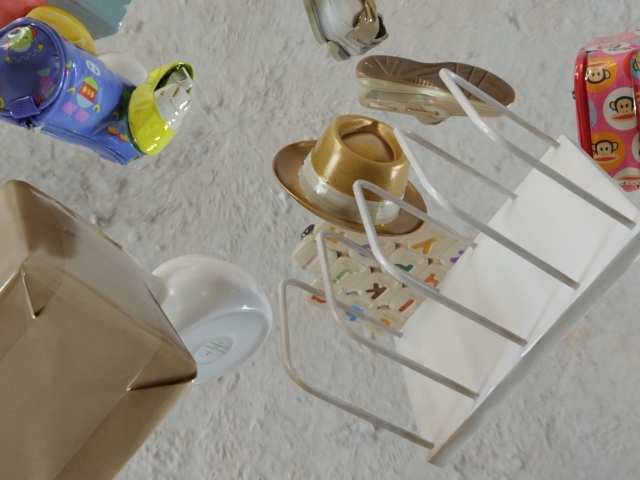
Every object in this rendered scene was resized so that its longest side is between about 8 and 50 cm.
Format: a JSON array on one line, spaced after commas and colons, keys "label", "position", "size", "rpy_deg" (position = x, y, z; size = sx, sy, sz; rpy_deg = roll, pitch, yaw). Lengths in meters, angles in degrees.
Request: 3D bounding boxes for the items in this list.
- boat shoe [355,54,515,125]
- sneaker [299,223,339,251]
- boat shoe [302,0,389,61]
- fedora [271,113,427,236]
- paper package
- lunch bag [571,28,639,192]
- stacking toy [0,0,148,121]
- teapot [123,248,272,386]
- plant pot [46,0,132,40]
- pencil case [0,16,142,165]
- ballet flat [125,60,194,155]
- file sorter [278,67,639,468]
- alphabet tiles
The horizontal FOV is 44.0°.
[{"label": "boat shoe", "position": [0.240, -0.307, 1.675], "size": [0.341, 0.121, 0.110], "rpy_deg": [16, 137, 20]}, {"label": "sneaker", "position": [-0.001, 0.000, 1.583], "size": [0.058, 0.152, 0.084], "rpy_deg": [-33, 79, -22]}, {"label": "boat shoe", "position": [0.040, -0.371, 1.284], "size": [0.103, 0.302, 0.113], "rpy_deg": [-15, 89, 13]}, {"label": "fedora", "position": [0.043, -0.082, 0.851], "size": [0.194, 0.194, 0.079], "rpy_deg": [18, 120, -9]}, {"label": "paper package", "position": [-0.296, 0.131, 0.717], "size": [0.168, 0.325, 0.309], "rpy_deg": [39, 87, -28]}, {"label": "lunch bag", "position": [0.505, -0.209, 1.334], "size": [0.120, 0.293, 0.258], "rpy_deg": [-4, 109, 28]}, {"label": "stacking toy", "position": [-0.535, -0.333, 1.454], "size": [0.480, 0.350, 0.350], "rpy_deg": [17, 96, 13]}, {"label": "teapot", "position": [-0.213, 0.112, 1.327], "size": [0.253, 0.187, 0.256], "rpy_deg": [-16, 145, -26]}, {"label": "plant pot", "position": [-0.538, -0.586, 1.652], "size": [0.252, 0.247, 0.247], "rpy_deg": [31, 72, -39]}, {"label": "pencil case", "position": [-0.317, -0.180, 1.042], "size": [0.120, 0.306, 0.133], "rpy_deg": [-4, 84, 12]}, {"label": "ballet flat", "position": [-0.214, -0.196, 1.102], "size": [0.077, 0.231, 0.077], "rpy_deg": [-25, 119, 13]}, {"label": "file sorter", "position": [0.108, 0.015, 0.703], "size": [0.173, 0.192, 0.277], "rpy_deg": [30, 112, -19]}, {"label": "alphabet tiles", "position": [0.107, 0.048, 1.189], "size": [0.284, 0.021, 0.278], "rpy_deg": [25, 137, -16]}]
